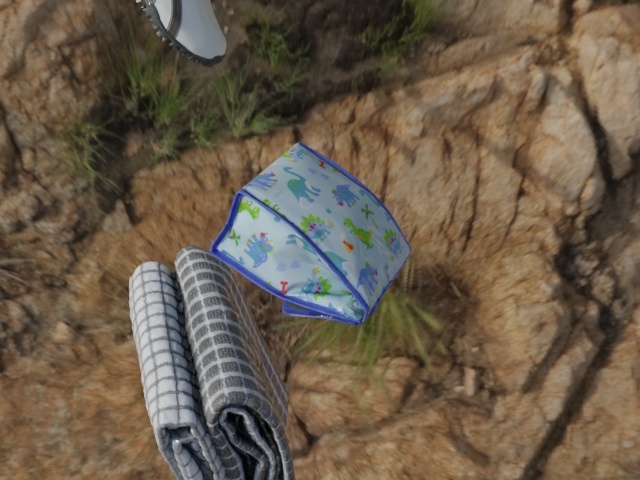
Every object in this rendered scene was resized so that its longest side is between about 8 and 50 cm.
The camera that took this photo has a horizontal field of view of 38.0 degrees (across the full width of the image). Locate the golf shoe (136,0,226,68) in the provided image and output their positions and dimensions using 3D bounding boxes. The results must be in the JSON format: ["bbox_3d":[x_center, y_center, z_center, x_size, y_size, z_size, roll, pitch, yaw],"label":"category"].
[{"bbox_3d":[-0.123,-0.248,0.815,0.094,0.077,0.198,-22,116,18],"label":"golf shoe"}]

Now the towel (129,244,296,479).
[{"bbox_3d":[-0.094,0.175,0.960,0.121,0.283,0.235,-21,42,-4],"label":"towel"}]

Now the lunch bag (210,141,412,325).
[{"bbox_3d":[0.000,0.000,0.837,0.151,0.096,0.129,32,37,6],"label":"lunch bag"}]
